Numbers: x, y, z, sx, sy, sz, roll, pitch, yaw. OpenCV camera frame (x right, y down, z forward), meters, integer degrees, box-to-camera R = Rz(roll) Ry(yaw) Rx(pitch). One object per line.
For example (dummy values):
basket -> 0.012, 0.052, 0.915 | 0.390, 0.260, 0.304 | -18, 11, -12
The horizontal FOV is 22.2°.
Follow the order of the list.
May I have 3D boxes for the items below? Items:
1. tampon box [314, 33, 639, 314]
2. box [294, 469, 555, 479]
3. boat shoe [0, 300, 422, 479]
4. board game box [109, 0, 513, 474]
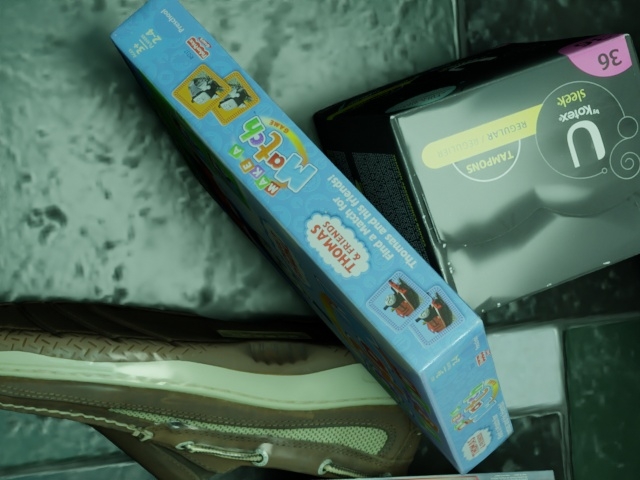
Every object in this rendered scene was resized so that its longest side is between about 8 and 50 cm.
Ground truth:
tampon box -> 0.082, -0.035, 0.803 | 0.120, 0.161, 0.101 | -21, 99, -11
box -> 0.045, 0.151, 0.845 | 0.137, 0.094, 0.027 | 0, 59, -14
boat shoe -> -0.066, 0.089, 0.815 | 0.258, 0.095, 0.095 | 5, 99, -14
board game box -> 0.000, 0.000, 0.740 | 0.039, 0.160, 0.211 | -41, 66, -7
